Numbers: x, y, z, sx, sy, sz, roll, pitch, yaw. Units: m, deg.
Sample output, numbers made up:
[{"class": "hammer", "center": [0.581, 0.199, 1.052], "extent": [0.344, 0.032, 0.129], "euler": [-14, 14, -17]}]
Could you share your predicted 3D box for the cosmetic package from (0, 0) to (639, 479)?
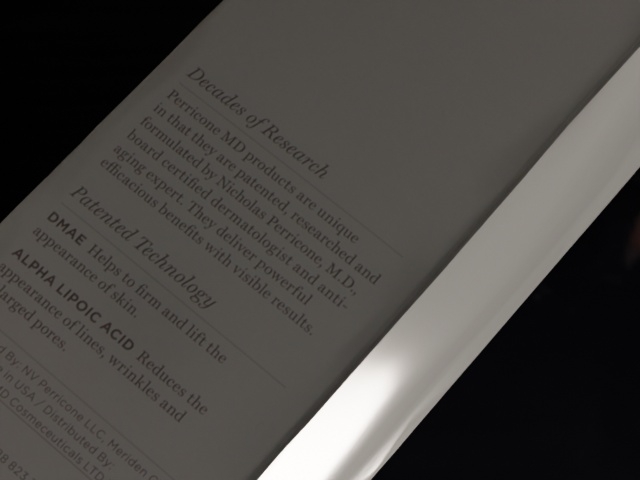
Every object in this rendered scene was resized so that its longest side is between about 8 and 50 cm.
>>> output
[{"class": "cosmetic package", "center": [0.000, 0.000, 0.786], "extent": [0.156, 0.385, 0.217], "euler": [37, -18, 14]}]
